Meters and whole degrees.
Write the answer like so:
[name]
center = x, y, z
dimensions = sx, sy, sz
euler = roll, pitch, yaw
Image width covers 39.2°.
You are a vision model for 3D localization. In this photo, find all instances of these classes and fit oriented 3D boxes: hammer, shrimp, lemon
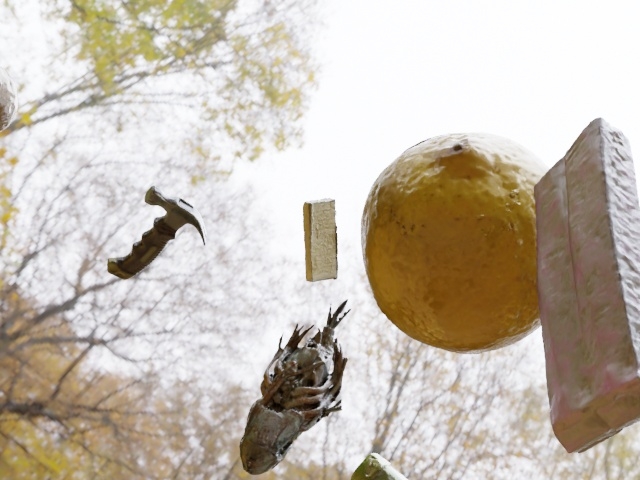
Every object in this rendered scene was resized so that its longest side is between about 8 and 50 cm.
[hammer]
center = -0.335, 0.000, 1.800
dimensions = 0.158, 0.041, 0.226
euler = 34, -62, -29
[shrimp]
center = -0.018, 0.262, 1.618
dimensions = 0.172, 0.372, 0.137
euler = 24, -16, 21
[lemon]
center = 0.180, 0.003, 1.108
dimensions = 0.293, 0.293, 0.293
euler = 18, -47, 21

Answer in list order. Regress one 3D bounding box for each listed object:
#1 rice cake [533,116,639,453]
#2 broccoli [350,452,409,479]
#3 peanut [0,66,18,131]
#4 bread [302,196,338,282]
[rice cake]
center = 0.234, 0.032, 0.769
dimensions = 0.050, 0.298, 0.106
euler = 24, -43, -19
[broccoli]
center = 0.219, 0.472, 1.448
dimensions = 0.361, 0.252, 0.221
euler = 56, 8, 32
[peanut]
center = -0.399, -0.147, 1.001
dimensions = 0.227, 0.104, 0.086
euler = -16, -104, 51
[bread]
center = 0.000, 0.000, 1.650
dimensions = 0.028, 0.068, 0.154
euler = 4, -81, 47
